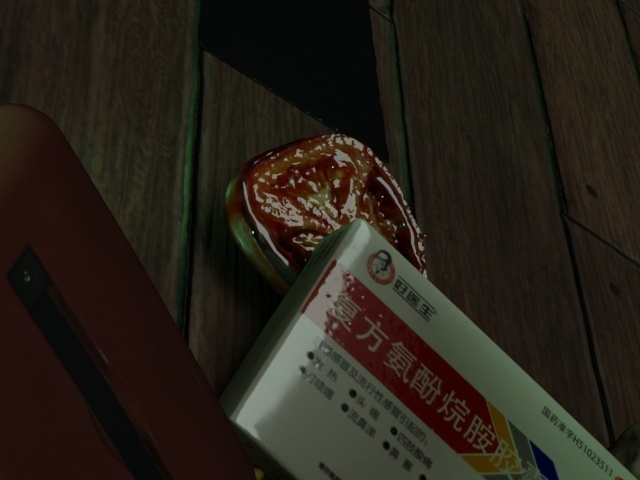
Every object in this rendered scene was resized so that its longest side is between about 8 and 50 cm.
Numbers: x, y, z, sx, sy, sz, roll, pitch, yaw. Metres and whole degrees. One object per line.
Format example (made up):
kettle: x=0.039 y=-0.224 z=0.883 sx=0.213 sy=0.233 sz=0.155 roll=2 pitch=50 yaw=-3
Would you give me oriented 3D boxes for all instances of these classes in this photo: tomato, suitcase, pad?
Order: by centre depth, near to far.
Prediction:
suitcase: x=-0.169 y=0.101 z=0.724 sx=0.297 sy=0.161 sz=0.236 roll=64 pitch=27 yaw=-28
tomato: x=-0.002 y=0.007 z=1.193 sx=0.166 sy=0.082 sz=0.174 roll=-24 pitch=85 yaw=-41
pad: x=-0.032 y=-0.260 z=1.514 sx=0.248 sy=0.007 sz=0.367 roll=30 pitch=37 yaw=-32

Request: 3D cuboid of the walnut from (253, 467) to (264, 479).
walnut: x=-0.050 y=0.203 z=0.936 sx=0.170 sy=0.069 sz=0.143 roll=20 pitch=35 yaw=-44

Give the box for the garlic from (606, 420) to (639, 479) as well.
garlic: x=0.435 y=0.291 z=1.320 sx=0.246 sy=0.231 sz=0.340 roll=9 pitch=44 yaw=-51

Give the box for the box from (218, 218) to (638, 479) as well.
box: x=0.094 y=0.176 z=1.094 sx=0.353 sy=0.069 sz=0.214 roll=44 pitch=51 yaw=-14
